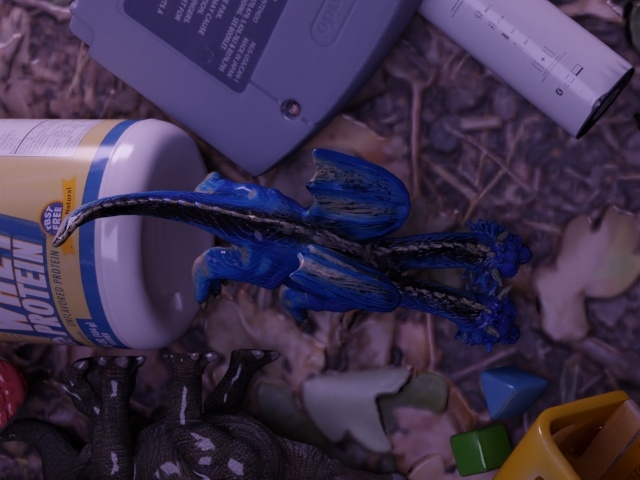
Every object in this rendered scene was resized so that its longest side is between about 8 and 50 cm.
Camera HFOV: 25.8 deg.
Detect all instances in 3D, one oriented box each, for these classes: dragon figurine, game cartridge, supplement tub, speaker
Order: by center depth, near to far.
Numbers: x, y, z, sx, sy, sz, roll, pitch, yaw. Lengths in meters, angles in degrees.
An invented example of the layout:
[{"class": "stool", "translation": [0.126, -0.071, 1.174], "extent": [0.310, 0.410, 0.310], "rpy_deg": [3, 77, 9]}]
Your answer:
[{"class": "dragon figurine", "translation": [0.000, 0.000, 0.803], "extent": [0.144, 0.289, 0.085], "rpy_deg": [-7, 69, 45]}, {"class": "game cartridge", "translation": [-0.027, -0.189, 0.824], "extent": [0.196, 0.060, 0.294], "rpy_deg": [39, 127, 12]}, {"class": "speaker", "translation": [0.118, -0.123, 0.834], "extent": [0.136, 0.055, 0.055], "rpy_deg": [40, 103, 11]}, {"class": "supplement tub", "translation": [-0.181, -0.006, 0.886], "extent": [0.200, 0.144, 0.144], "rpy_deg": [2, 94, 17]}]

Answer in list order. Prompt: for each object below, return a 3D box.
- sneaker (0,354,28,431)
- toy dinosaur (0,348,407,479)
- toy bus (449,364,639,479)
[{"class": "sneaker", "translation": [-0.293, 0.117, 0.954], "extent": [0.225, 0.093, 0.088], "rpy_deg": [-16, 86, 22]}, {"class": "toy dinosaur", "translation": [-0.101, 0.151, 0.886], "extent": [0.314, 0.121, 0.160], "rpy_deg": [-5, 85, 15]}, {"class": "toy bus", "translation": [0.123, 0.179, 0.779], "extent": [0.191, 0.104, 0.202], "rpy_deg": [-2, 93, 52]}]
